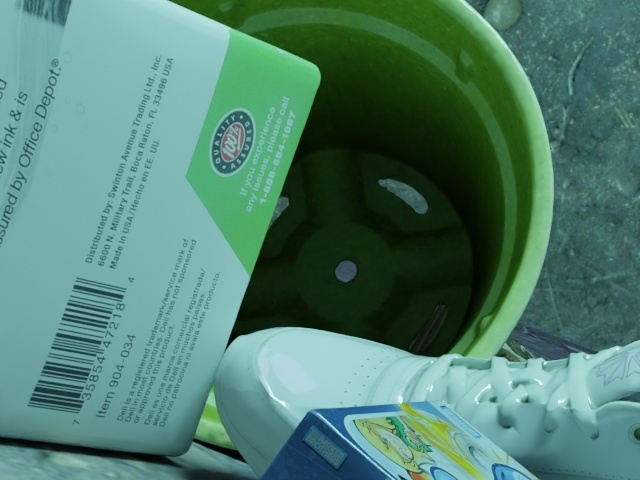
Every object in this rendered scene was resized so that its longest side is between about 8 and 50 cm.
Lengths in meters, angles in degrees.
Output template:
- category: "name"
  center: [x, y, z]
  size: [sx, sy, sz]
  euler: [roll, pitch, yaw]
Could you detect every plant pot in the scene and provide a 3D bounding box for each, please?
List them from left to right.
- category: "plant pot"
  center: [0.000, 0.000, 0.877]
  size: [0.276, 0.276, 0.254]
  euler: [21, -8, 12]

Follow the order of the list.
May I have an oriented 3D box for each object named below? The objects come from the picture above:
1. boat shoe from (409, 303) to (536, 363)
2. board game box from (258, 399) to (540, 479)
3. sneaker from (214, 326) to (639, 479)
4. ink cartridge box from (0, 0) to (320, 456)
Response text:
- category: "boat shoe"
  center: [0.122, 0.114, 1.025]
  size: [0.095, 0.095, 0.257]
  euler: [33, 7, -12]
- category: "board game box"
  center: [0.086, 0.128, 0.482]
  size: [0.201, 0.035, 0.136]
  euler: [38, 10, 20]
- category: "sneaker"
  center: [0.103, 0.083, 0.630]
  size: [0.305, 0.152, 0.114]
  euler: [20, 33, 12]
- category: "ink cartridge box"
  center: [-0.155, -0.029, 0.612]
  size: [0.115, 0.198, 0.273]
  euler: [23, 4, 44]
